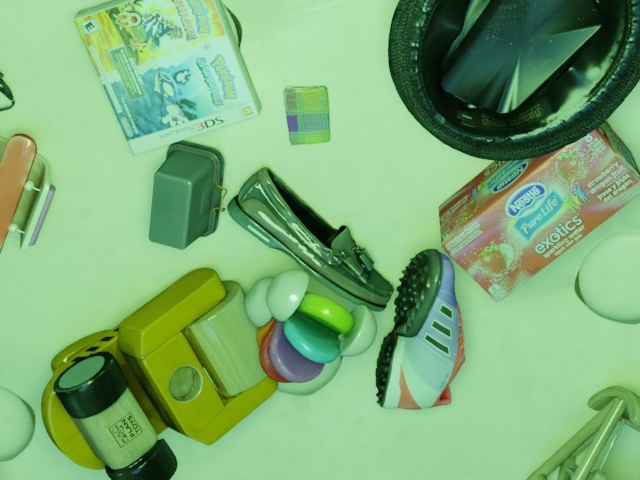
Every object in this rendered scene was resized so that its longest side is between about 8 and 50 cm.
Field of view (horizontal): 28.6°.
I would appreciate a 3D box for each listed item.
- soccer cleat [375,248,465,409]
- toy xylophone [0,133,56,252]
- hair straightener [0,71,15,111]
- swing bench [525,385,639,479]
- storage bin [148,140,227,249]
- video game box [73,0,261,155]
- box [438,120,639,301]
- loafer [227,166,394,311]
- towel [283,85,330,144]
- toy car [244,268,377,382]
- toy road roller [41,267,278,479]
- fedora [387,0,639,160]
[{"bbox_3d":[0.157,0.129,1.758,0.116,0.109,0.318,6,136,-6],"label":"soccer cleat"},{"bbox_3d":[-0.527,-0.078,1.736,0.322,0.081,0.236,16,116,-4],"label":"toy xylophone"},{"bbox_3d":[-0.507,-0.249,1.678,0.089,0.047,0.230,-40,112,20],"label":"hair straightener"},{"bbox_3d":[0.484,0.362,1.853,0.253,0.165,0.255,30,109,-10],"label":"swing bench"},{"bbox_3d":[-0.184,-0.053,1.714,0.098,0.091,0.135,15,118,10],"label":"storage bin"},{"bbox_3d":[-0.199,-0.233,1.662,0.187,0.048,0.205,-18,114,9],"label":"video game box"},{"bbox_3d":[0.290,-0.056,1.674,0.257,0.128,0.122,-40,108,20],"label":"box"},{"bbox_3d":[0.000,0.000,1.741,0.267,0.096,0.084,33,107,-10],"label":"loafer"},{"bbox_3d":[-0.017,-0.171,1.701,0.060,0.009,0.083,-4,116,4],"label":"towel"},{"bbox_3d":[-0.026,0.130,1.713,0.159,0.136,0.182,31,159,-18],"label":"toy car"},{"bbox_3d":[-0.250,0.191,1.817,0.329,0.240,0.203,-36,114,-21],"label":"toy road roller"},{"bbox_3d":[0.245,-0.269,1.558,0.333,0.152,0.334,1,116,3],"label":"fedora"}]
